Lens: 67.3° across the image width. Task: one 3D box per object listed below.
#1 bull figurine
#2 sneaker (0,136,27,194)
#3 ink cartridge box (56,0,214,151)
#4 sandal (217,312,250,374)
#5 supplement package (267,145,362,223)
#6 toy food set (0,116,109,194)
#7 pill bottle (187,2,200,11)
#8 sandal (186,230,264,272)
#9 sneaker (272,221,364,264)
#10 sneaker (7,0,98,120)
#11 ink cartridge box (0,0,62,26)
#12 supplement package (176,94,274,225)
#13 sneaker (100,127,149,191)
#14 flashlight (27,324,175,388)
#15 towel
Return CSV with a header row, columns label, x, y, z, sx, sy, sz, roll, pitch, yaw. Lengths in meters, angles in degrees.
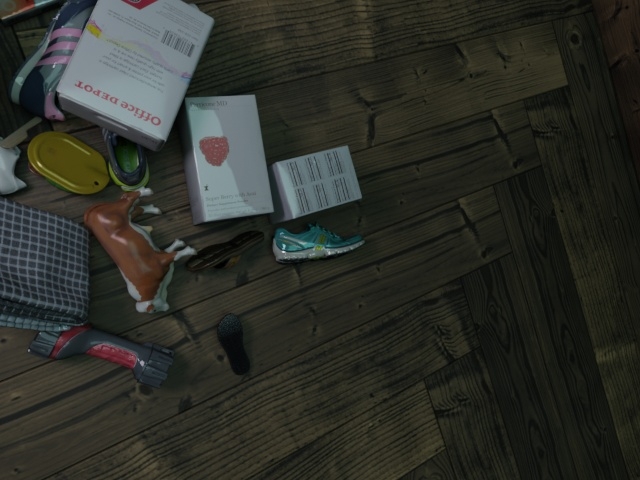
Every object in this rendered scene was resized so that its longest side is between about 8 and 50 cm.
label,x,y,z,sx,sy,sz,roll,pitch,yaw
bull figurine,-0.427,0.027,1.167,0.188,0.101,0.310,-38,105,-24
sneaker,-0.721,-0.208,1.067,0.094,0.080,0.212,-20,103,-35
ink cartridge box,-0.396,-0.384,1.045,0.226,0.131,0.306,24,80,-22
sandal,-0.234,0.276,1.281,0.067,0.040,0.179,-17,110,-18
supplement package,-0.035,-0.145,1.290,0.203,0.194,0.149,-18,95,-22
toy food set,-0.606,-0.179,1.118,0.218,0.071,0.128,35,51,-21
pill bottle,-0.396,-0.508,1.185,0.208,0.119,0.119,-28,99,-22
sandal,-0.243,0.038,1.267,0.219,0.090,0.060,-28,121,-29
sneaker,0.000,0.000,1.357,0.275,0.107,0.110,-4,81,-24
sneaker,-0.569,-0.420,1.109,0.131,0.112,0.319,30,85,-10
ink cartridge box,-0.706,-0.601,1.094,0.145,0.045,0.179,-36,105,-21
supplement package,-0.245,-0.196,1.210,0.178,0.175,0.293,-10,92,-23
sneaker,-0.470,-0.269,1.143,0.111,0.121,0.300,-17,95,-23
flashlight,-0.506,0.266,1.126,0.304,0.103,0.103,29,104,-21
towel,-0.599,0.047,0.968,0.284,0.121,0.235,35,39,-59
